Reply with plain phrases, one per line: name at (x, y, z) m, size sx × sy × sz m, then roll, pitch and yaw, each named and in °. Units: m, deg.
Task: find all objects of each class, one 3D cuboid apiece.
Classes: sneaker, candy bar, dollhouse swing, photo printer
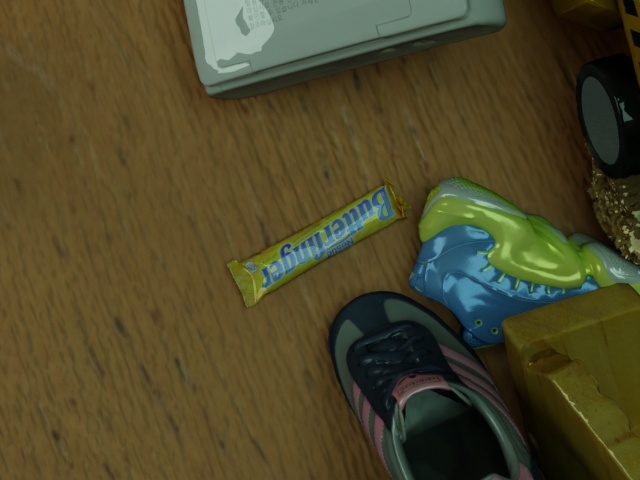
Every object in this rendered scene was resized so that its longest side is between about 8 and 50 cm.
sneaker at (0.181, 0.046, 1.283) m, size 0.240 × 0.091 × 0.126 m, roll 26°, pitch 97°, yaw 0°
candy bar at (0.000, 0.000, 1.287) m, size 0.161 × 0.018 × 0.040 m, roll -29°, pitch 90°, yaw -8°
dollhouse swing at (0.365, 0.175, 1.128) m, size 0.305 × 0.315 × 0.347 m, roll -29°, pitch 53°, yaw -7°
sneaker at (0.082, 0.119, 1.149) m, size 0.112 × 0.319 × 0.131 m, roll -31°, pitch 133°, yaw -4°
photo printer at (-0.004, -0.287, 1.219) m, size 0.256 × 0.107 × 0.307 m, roll -13°, pitch 86°, yaw 24°

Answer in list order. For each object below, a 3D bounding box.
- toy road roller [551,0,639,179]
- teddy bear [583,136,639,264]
toy road roller at (0.295, -0.207, 1.124) m, size 0.202 × 0.240 × 0.329 m, roll -14°, pitch 89°, yaw -8°
teddy bear at (0.385, -0.051, 1.294) m, size 0.338 × 0.113 × 0.245 m, roll -27°, pitch 81°, yaw -11°
